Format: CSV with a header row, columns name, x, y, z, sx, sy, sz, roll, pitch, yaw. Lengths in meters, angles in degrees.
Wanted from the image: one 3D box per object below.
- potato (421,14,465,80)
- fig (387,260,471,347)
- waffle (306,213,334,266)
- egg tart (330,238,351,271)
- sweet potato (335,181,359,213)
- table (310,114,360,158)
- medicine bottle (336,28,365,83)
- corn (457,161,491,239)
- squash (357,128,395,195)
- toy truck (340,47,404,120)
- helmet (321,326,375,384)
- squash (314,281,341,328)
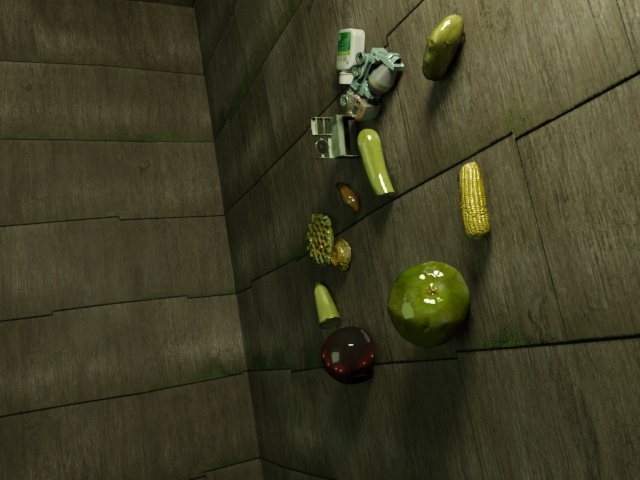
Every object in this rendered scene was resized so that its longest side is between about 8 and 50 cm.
name,x,y,z,sx,sy,sz,roll,pitch,yaw
potato,0.324,-0.516,1.457,0.085,0.105,0.188,47,150,26
fig,0.312,0.210,1.523,0.233,0.233,0.314,50,164,49
waffle,0.002,0.000,2.217,0.204,0.054,0.223,11,102,62
egg tart,0.076,0.058,2.086,0.130,0.052,0.130,5,95,63
sweet potato,0.096,-0.173,2.007,0.053,0.054,0.182,-64,37,31
table,0.061,-0.366,1.907,0.062,0.175,0.146,-8,87,63
medicine bottle,0.104,-0.645,1.899,0.119,0.069,0.183,27,119,57
corn,0.399,-0.102,1.407,0.072,0.072,0.203,-19,76,62
squash,0.181,-0.257,1.799,0.083,0.083,0.250,-38,63,59
toy truck,0.171,-0.506,1.755,0.140,0.108,0.257,50,136,29
helmet,0.101,0.418,1.973,0.216,0.193,0.189,-48,44,17
squash,0.013,0.254,2.219,0.094,0.094,0.224,112,149,-42
